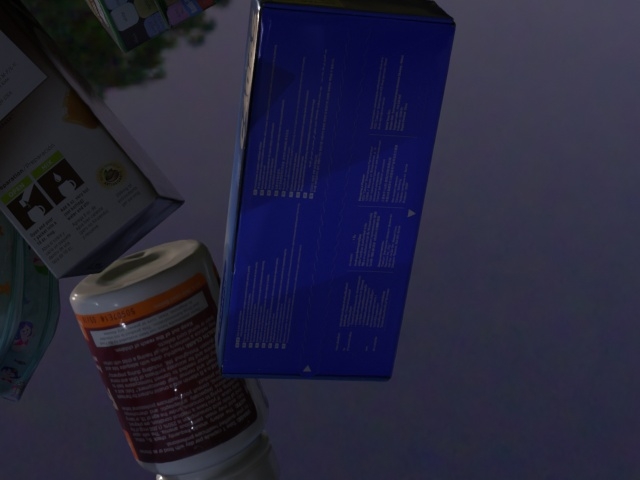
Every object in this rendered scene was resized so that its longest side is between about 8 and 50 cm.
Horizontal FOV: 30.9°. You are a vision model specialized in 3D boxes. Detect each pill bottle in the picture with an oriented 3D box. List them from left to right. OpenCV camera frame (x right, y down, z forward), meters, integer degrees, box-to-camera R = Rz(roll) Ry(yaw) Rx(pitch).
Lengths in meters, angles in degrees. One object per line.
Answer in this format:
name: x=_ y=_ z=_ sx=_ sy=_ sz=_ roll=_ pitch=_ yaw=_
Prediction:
pill bottle: x=-0.212 y=0.217 z=1.780 sx=0.224 sy=0.392 sz=0.224 roll=-18 pitch=-166 yaw=5

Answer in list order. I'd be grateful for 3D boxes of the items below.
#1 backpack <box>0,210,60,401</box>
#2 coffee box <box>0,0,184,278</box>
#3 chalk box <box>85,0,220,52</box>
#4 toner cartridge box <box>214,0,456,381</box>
backpack: x=-0.401 y=0.061 z=1.329 sx=0.191 sy=0.253 sz=0.225 roll=6 pitch=-132 yaw=-21
coffee box: x=-0.225 y=-0.096 z=0.885 sx=0.098 sy=0.246 sz=0.141 roll=-40 pitch=180 yaw=1
chalk box: x=-0.287 y=-0.432 z=1.805 sx=0.179 sy=0.180 sz=0.289 roll=-31 pitch=-134 yaw=-10
toner cartridge box: x=0.004 y=-0.042 z=1.026 sx=0.165 sy=0.348 sz=0.075 roll=4 pitch=-155 yaw=-11
